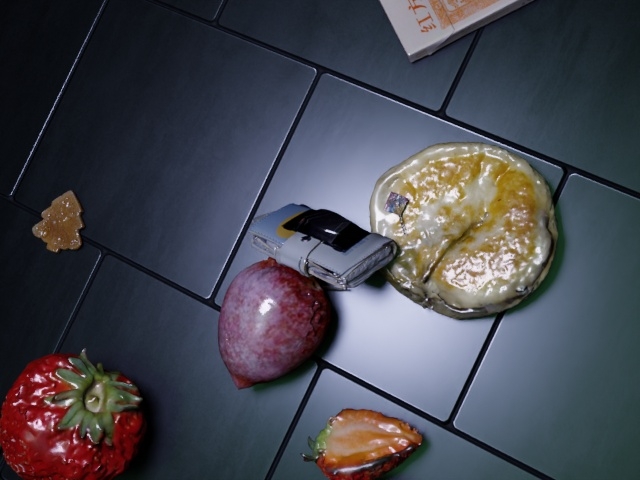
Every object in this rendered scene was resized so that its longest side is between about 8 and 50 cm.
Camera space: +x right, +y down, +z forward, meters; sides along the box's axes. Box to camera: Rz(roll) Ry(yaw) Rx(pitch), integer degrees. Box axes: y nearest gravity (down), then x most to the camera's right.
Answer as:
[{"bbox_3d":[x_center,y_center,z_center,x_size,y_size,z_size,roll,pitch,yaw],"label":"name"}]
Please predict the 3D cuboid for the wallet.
[{"bbox_3d":[0.000,0.000,1.365,0.231,0.170,0.069,23,125,35],"label":"wallet"}]

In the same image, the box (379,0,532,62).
[{"bbox_3d":[0.285,-0.498,1.448,0.365,0.051,0.205,-26,77,9],"label":"box"}]

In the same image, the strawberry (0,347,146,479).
[{"bbox_3d":[-0.460,0.347,1.435,0.257,0.257,0.277,54,130,15],"label":"strawberry"}]

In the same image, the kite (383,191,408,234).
[{"bbox_3d":[0.131,-0.048,1.387,0.044,0.002,0.078,1,80,23],"label":"kite"}]

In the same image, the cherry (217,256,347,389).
[{"bbox_3d":[-0.090,0.151,1.392,0.192,0.175,0.250,28,92,-6],"label":"cherry"}]

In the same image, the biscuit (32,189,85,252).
[{"bbox_3d":[-0.521,-0.038,1.603,0.119,0.019,0.130,19,88,16],"label":"biscuit"}]

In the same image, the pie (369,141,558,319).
[{"bbox_3d":[0.244,-0.021,1.382,0.339,0.077,0.339,-4,78,20],"label":"pie"}]

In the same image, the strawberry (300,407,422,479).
[{"bbox_3d":[0.069,0.362,1.364,0.192,0.085,0.140,-25,42,-18],"label":"strawberry"}]
